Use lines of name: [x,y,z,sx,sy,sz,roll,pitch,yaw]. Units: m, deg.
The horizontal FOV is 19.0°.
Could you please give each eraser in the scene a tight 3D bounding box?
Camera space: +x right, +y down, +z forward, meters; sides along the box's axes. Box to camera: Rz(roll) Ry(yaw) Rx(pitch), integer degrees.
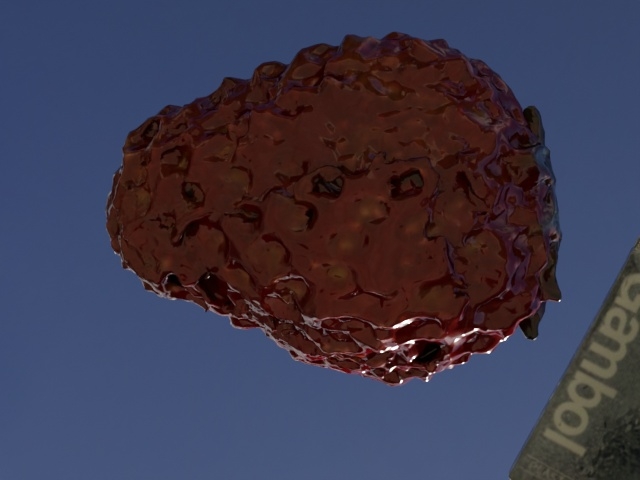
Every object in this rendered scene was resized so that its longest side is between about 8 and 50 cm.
eraser: [0.217,0.093,1.317,0.092,0.046,0.212,28,-83,9]

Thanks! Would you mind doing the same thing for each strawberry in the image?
strawberry: [0.000,0.000,0.946,0.237,0.111,0.190,0,-63,9]
